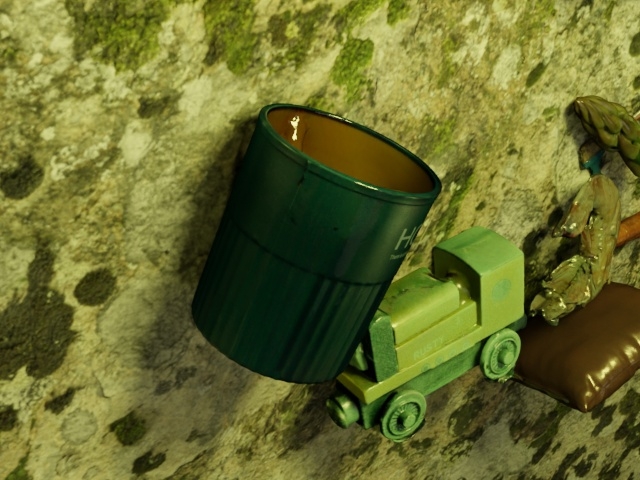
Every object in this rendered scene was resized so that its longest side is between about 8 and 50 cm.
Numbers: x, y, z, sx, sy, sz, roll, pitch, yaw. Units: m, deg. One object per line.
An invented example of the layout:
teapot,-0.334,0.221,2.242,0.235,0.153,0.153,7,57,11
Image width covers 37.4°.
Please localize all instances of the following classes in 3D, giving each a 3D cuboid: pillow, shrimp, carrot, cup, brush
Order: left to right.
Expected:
cup,-0.017,-0.005,1.240,0.242,0.308,0.292,19,111,-12
shrimp,0.447,0.020,1.650,0.360,0.085,0.246,-42,135,-39
pillow,0.489,0.175,1.724,0.305,0.308,0.108,-35,110,-15
brush,0.494,-0.124,1.699,0.051,0.014,0.164,-39,138,-8
carrot,0.587,-0.011,1.836,0.224,0.057,0.057,-24,133,-20

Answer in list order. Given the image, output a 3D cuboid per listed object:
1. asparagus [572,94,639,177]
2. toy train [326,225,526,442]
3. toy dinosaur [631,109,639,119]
asparagus,0.512,-0.182,1.617,0.287,0.080,0.080,24,103,-38
toy train,0.173,0.151,1.544,0.397,0.160,0.253,-25,127,-23
toy dinosaur,0.621,-0.250,1.684,0.101,0.055,0.279,34,97,-39
